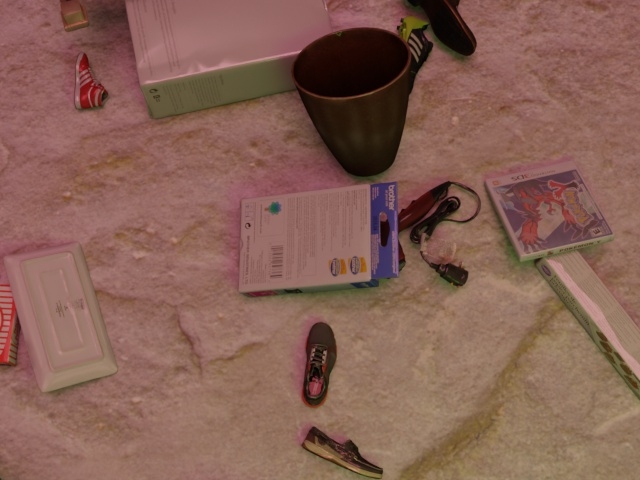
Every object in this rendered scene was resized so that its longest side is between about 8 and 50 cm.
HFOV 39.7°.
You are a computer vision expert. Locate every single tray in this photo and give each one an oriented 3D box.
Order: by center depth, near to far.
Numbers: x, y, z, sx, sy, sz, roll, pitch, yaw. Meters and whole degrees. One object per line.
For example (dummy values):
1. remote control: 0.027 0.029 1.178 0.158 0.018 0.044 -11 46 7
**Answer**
1. tray: -0.474 0.131 1.622 0.145 0.030 0.270 -13 72 -27

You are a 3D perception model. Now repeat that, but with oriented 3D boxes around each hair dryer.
1. hair dryer: 0.150 -0.025 1.692 0.293 0.080 0.224 13 57 -2

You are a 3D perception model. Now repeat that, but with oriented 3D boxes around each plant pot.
1. plant pot: 0.074 -0.238 1.649 0.215 0.230 0.215 -8 44 8

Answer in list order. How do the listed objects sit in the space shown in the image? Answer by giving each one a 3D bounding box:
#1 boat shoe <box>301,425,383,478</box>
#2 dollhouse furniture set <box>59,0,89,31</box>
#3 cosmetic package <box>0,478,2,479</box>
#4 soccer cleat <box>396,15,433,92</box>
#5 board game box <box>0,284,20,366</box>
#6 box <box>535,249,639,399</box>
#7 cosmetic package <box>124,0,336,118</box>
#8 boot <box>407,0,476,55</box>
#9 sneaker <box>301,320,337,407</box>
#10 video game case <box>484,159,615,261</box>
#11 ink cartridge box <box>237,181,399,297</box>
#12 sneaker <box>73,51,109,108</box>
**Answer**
1. boat shoe: 0.043 0.373 1.559 0.152 0.056 0.049 22 79 7
2. dollhouse furniture set: -0.361 -0.532 1.740 0.303 0.174 0.355 -17 59 -5
3. cosmetic package: -0.670 0.393 1.479 0.365 0.197 0.155 43 77 11
4. soccer cleat: 0.191 -0.374 1.797 0.072 0.060 0.179 8 72 -11
5. board game box: -0.652 0.153 1.631 0.193 0.045 0.147 2 73 0
6. box: 0.524 0.149 1.628 0.067 0.063 0.324 -33 76 -12
7. cosmetic package: -0.174 -0.399 1.753 0.385 0.156 0.217 -10 73 -5
8. boot: 0.267 -0.476 1.804 0.106 0.082 0.219 -31 78 -31
9. sneaker: 0.000 0.220 1.602 0.061 0.065 0.158 4 73 1
10. video game case: 0.429 -0.060 1.677 0.183 0.023 0.201 -13 51 -4
11. ink cartridge box: 0.000 0.000 1.623 0.311 0.065 0.186 -7 72 22
12. sneaker: -0.458 -0.321 1.783 0.067 0.042 0.118 -1 80 3
